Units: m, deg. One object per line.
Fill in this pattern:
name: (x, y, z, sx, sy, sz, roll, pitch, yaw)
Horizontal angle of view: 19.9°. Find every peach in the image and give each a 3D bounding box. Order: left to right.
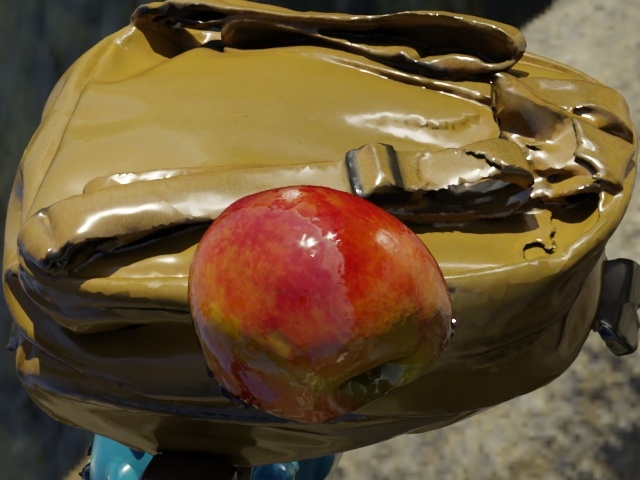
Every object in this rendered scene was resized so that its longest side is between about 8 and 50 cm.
peach: (-0.001, 0.012, 0.643, 0.061, 0.098, 0.098, 92, 161, -52)

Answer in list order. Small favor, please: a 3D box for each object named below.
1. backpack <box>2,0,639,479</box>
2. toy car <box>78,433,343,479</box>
backpack: (-0.001, -0.004, 1.076, 0.353, 0.378, 0.201, -69, -22, -47)
toy car: (-0.068, 0.126, 1.382, 0.255, 0.188, 0.190, -62, -1, -15)
